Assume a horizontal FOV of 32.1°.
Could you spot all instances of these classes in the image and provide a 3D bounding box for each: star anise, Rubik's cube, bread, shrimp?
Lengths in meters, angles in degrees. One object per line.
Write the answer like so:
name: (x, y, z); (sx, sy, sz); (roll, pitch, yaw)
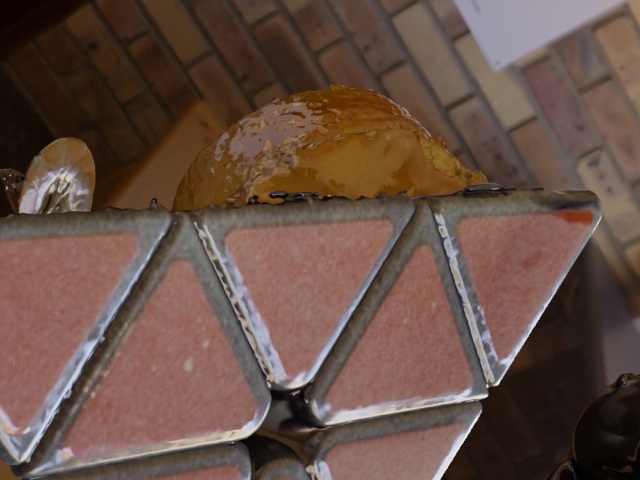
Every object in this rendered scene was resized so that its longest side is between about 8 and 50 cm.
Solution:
star anise: (-0.297, -0.018, 1.167); (0.141, 0.042, 0.141); (58, -15, 26)
Rubik's cube: (-0.047, 0.054, 0.485); (0.229, 0.233, 0.228); (32, 43, -3)
bread: (0.000, 0.000, 0.878); (0.268, 0.268, 0.145); (39, 14, -46)
shrimp: (-0.173, -0.017, 0.721); (0.023, 0.108, 0.059); (26, 29, 29)

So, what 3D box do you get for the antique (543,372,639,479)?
antique: (0.338, 0.176, 0.893); (0.255, 0.322, 0.185); (-16, 95, -77)
